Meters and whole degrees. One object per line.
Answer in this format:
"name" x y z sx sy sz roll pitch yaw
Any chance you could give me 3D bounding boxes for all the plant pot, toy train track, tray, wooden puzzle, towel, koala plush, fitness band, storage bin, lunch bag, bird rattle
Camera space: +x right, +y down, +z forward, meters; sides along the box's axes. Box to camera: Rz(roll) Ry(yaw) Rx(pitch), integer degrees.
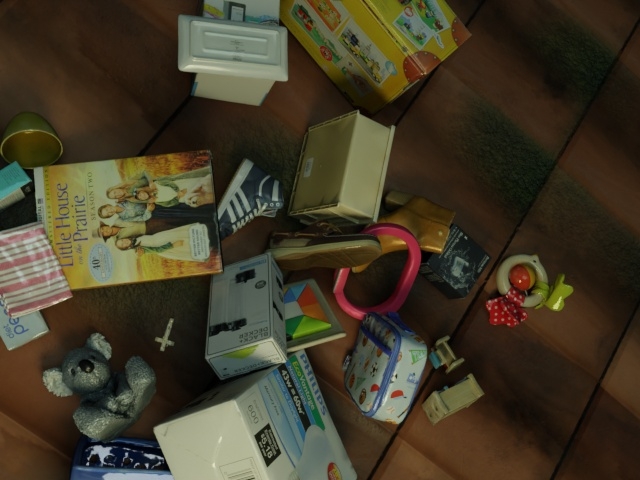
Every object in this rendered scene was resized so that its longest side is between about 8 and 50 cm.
"plant pot" -0.692 -0.250 1.513 0.134 0.134 0.095 -11 59 -20
"toy train track" -0.384 0.236 1.590 0.048 0.014 0.083 19 76 -15
"tray" -0.207 -0.471 1.540 0.270 0.030 0.145 1 82 -18
"wooden puzzle" -0.078 0.185 1.602 0.221 0.238 0.044 -13 130 -20
"towel" -0.661 0.062 1.426 0.144 0.029 0.197 -22 88 -35
"koala plush" -0.515 0.333 1.467 0.221 0.203 0.196 37 62 12
"plant pot" -0.442 0.574 1.410 0.236 0.236 0.212 11 85 -17
"fitness band" 0.148 0.085 1.693 0.209 0.054 0.291 14 114 -15
"storage bin" 0.044 -0.177 1.673 0.123 0.260 0.262 19 76 -32
"lunch bag" 0.156 0.306 1.608 0.115 0.303 0.243 17 94 -14
"bird rattle" 0.602 0.145 1.903 0.253 0.143 0.207 -13 74 -7

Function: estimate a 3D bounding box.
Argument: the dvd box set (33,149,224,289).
"dvd box set" -0.458 -0.048 1.530 0.420 0.062 0.307 -6 84 -5

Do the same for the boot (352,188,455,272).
"boot" 0.234 -0.002 1.745 0.211 0.104 0.295 24 67 18

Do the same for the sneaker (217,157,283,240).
"sneaker" -0.197 -0.065 1.655 0.153 0.099 0.282 29 71 -10

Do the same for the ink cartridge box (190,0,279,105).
"ink cartridge box" -0.224 -0.525 1.664 0.197 0.198 0.270 5 79 -17

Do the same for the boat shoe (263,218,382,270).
"boat shoe" 0.000 0.000 1.614 0.123 0.342 0.123 32 59 -47

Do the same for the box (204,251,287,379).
"box" -0.175 0.173 1.512 0.169 0.290 0.087 -16 130 9

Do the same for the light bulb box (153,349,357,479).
"light bulb box" -0.128 0.481 1.430 0.225 0.361 0.358 -23 89 23

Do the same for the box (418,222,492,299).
"box" 0.380 0.061 1.832 0.158 0.093 0.156 41 72 -10

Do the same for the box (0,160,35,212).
"box" -0.784 -0.081 1.460 0.244 0.100 0.060 -39 94 -20

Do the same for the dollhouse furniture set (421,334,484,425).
"dollhouse furniture set" 0.333 0.390 1.765 0.129 0.129 0.183 -21 64 -20

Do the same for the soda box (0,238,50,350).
"soda box" -0.729 0.105 1.454 0.098 0.091 0.286 -27 91 -22

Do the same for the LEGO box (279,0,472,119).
"LEGO box" 0.095 -0.612 1.692 0.193 0.372 0.500 -43 97 -20
